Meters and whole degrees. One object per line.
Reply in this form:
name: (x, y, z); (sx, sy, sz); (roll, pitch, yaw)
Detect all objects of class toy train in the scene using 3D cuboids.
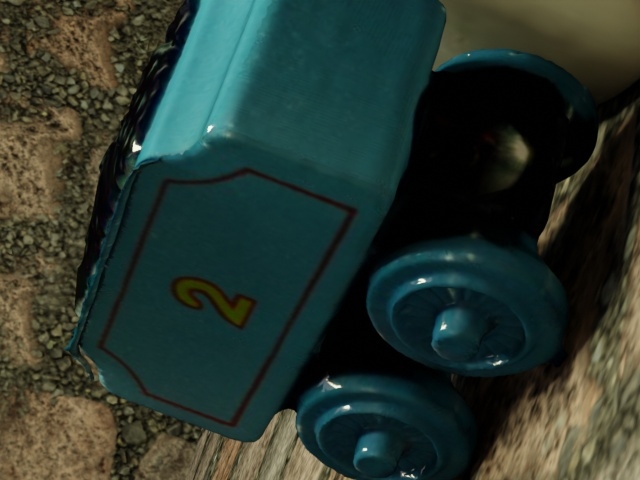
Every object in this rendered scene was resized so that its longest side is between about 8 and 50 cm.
toy train: (0.000, 0.000, 1.028); (0.300, 0.265, 0.188); (117, 171, -54)

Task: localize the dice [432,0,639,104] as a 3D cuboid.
dice: (0.082, -0.261, 1.005); (0.304, 0.304, 0.276); (133, 157, -72)
